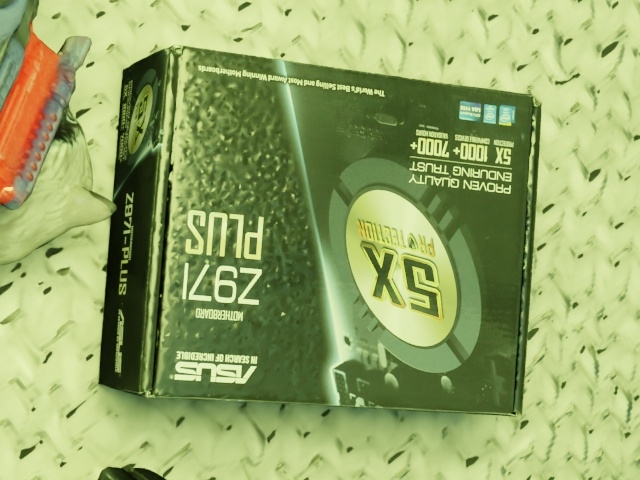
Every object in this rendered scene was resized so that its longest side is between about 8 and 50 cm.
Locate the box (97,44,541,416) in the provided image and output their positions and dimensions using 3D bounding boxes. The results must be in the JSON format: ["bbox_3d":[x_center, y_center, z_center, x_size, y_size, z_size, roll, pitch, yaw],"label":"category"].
[{"bbox_3d":[0.000,0.000,0.694,0.180,0.077,0.147,6,86,-22],"label":"box"}]

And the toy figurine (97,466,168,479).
[{"bbox_3d":[-0.034,0.209,0.605,0.213,0.209,0.148,29,94,-25],"label":"toy figurine"}]

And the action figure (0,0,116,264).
[{"bbox_3d":[-0.208,-0.122,0.604,0.330,0.178,0.341,44,46,-22],"label":"action figure"}]
